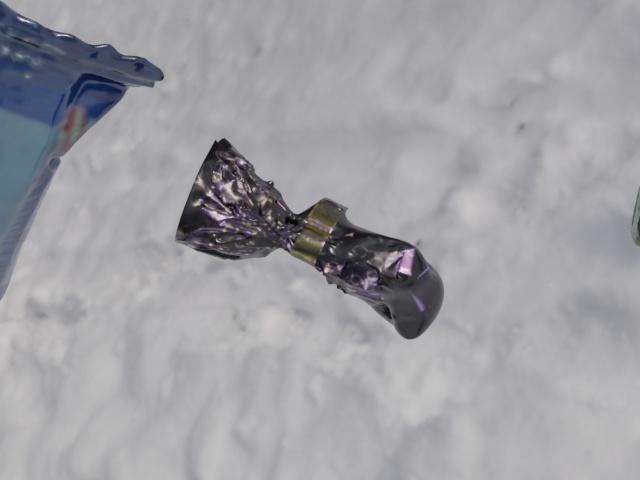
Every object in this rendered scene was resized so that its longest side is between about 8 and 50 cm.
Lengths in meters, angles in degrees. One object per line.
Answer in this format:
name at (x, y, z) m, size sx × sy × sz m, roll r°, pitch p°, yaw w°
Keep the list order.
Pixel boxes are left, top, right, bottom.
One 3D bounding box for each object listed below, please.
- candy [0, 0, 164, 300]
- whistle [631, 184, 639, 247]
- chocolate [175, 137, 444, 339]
candy at (-0.238, -0.013, 0.656) m, size 0.331 × 0.187 × 0.077 m, roll -55°, pitch 31°, yaw 36°
whistle at (0.272, 0.003, 0.560) m, size 0.077 × 0.236 × 0.114 m, roll -71°, pitch -10°, yaw -75°
chocolate at (0.000, 0.000, 0.594) m, size 0.072 × 0.147 × 0.070 m, roll 164°, pitch 124°, yaw -79°
